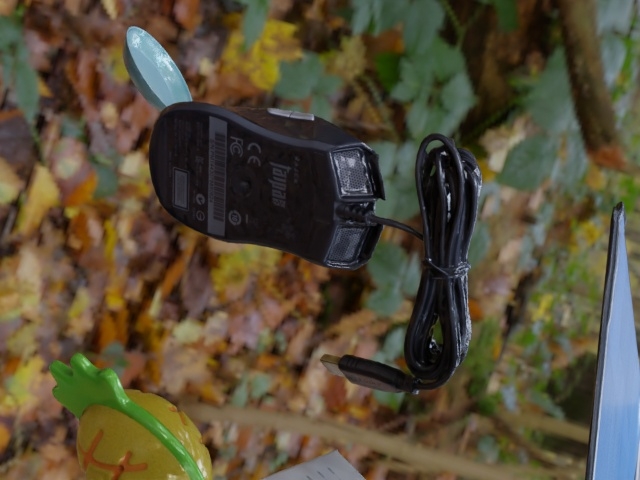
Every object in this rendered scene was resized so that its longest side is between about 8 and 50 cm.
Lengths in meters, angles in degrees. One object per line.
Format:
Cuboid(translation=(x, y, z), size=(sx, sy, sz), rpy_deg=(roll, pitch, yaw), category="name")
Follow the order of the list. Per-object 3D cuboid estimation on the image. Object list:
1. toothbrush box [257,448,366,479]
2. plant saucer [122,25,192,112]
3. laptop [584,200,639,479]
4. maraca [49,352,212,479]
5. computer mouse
Cuboid(translation=(-0.074, 0.279, 0.775), size=(0.283, 0.122, 0.206), rpy_deg=(-57, 156, 20), category="toothbrush box")
Cuboid(translation=(-0.187, -0.184, 1.491), size=(0.021, 0.119, 0.119), rpy_deg=(-31, -178, 17), category="plant saucer")
Cuboid(translation=(0.245, 0.248, 0.658), size=(0.236, 0.408, 0.382), rpy_deg=(135, -30, -61), category="laptop")
Cuboid(translation=(-0.163, 0.172, 1.136), size=(0.127, 0.185, 0.099), rpy_deg=(-23, -162, 48), category="maraca")
Cuboid(translation=(0.000, 0.000, 0.890), size=(0.060, 0.262, 0.184), rpy_deg=(-27, 121, -50), category="computer mouse")
